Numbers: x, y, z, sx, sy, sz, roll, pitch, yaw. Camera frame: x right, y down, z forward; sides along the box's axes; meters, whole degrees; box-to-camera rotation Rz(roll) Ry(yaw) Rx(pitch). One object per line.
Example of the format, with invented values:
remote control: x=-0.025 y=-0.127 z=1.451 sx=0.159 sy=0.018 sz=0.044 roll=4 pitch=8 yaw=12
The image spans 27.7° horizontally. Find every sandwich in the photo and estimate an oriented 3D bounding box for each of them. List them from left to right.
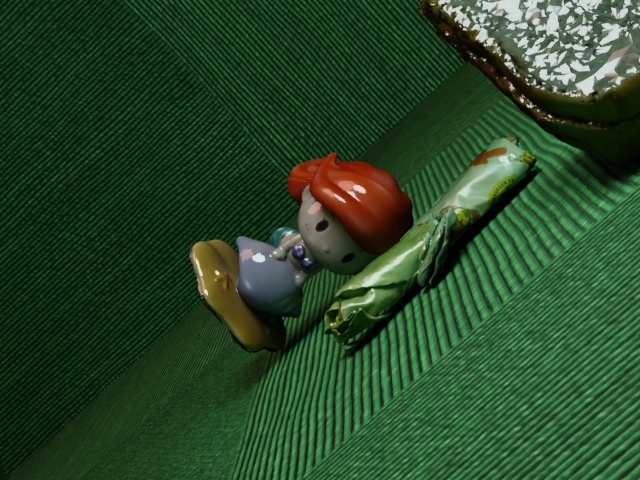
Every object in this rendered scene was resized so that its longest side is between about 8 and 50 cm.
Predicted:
sandwich: x=0.257 y=-0.227 z=1.076 sx=0.301 sy=0.099 sz=0.271 roll=-42 pitch=44 yaw=0

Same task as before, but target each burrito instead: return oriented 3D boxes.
burrito: x=0.115 y=-0.003 z=1.273 sx=0.288 sy=0.054 sz=0.104 roll=-43 pitch=8 yaw=-12

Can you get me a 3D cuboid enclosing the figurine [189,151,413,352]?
figurine: x=-0.006 y=-0.005 z=1.529 sx=0.257 sy=0.181 sz=0.208 roll=-33 pitch=-20 yaw=21
